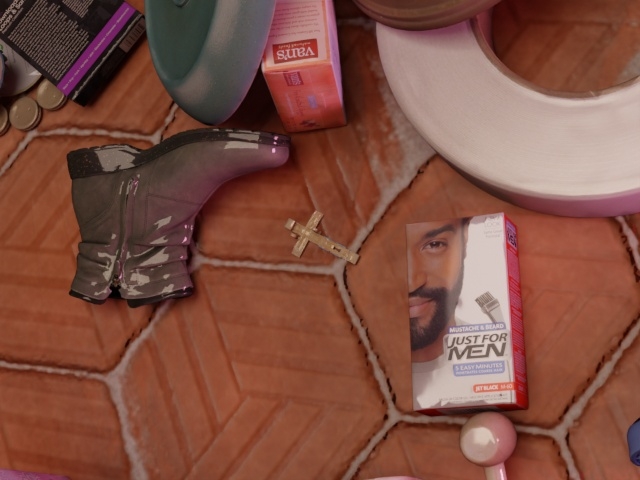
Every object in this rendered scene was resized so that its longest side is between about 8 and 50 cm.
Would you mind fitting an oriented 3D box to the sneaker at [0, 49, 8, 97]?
[{"bbox_3d":[-0.439,-0.149,1.338,0.237,0.086,0.085,-19,72,21],"label":"sneaker"}]

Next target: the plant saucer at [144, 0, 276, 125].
[{"bbox_3d":[-0.110,-0.267,1.156,0.043,0.317,0.318,3,73,-24],"label":"plant saucer"}]

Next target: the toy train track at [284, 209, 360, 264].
[{"bbox_3d":[0.000,0.000,1.181,0.083,0.014,0.048,28,88,24],"label":"toy train track"}]

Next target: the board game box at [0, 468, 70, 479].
[{"bbox_3d":[-0.213,0.308,1.021,0.318,0.318,0.066,40,92,24],"label":"board game box"}]

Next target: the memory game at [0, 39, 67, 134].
[{"bbox_3d":[-0.334,-0.203,1.361,0.186,0.012,0.186,-5,75,20],"label":"memory game"}]

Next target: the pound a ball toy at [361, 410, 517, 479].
[{"bbox_3d":[0.072,0.306,1.011,0.208,0.136,0.319,-12,73,18],"label":"pound a ball toy"}]

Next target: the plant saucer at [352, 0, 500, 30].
[{"bbox_3d":[0.110,-0.322,1.106,0.278,0.041,0.278,-14,67,37],"label":"plant saucer"}]

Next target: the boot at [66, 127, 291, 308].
[{"bbox_3d":[-0.135,-0.019,1.215,0.246,0.083,0.161,-8,85,21],"label":"boot"}]

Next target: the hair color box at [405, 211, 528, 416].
[{"bbox_3d":[0.127,0.066,1.094,0.093,0.053,0.167,-8,73,20],"label":"hair color box"}]

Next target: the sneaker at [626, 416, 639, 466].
[{"bbox_3d":[0.347,0.108,0.993,0.232,0.081,0.090,-24,51,17],"label":"sneaker"}]

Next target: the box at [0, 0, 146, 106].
[{"bbox_3d":[-0.271,-0.231,1.321,0.162,0.029,0.116,40,92,23],"label":"box"}]

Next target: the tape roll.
[{"bbox_3d":[0.240,-0.215,1.111,0.392,0.072,0.392,-5,76,20],"label":"tape roll"}]

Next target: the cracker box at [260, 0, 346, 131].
[{"bbox_3d":[-0.022,-0.236,1.165,0.067,0.156,0.232,-7,74,4],"label":"cracker box"}]
